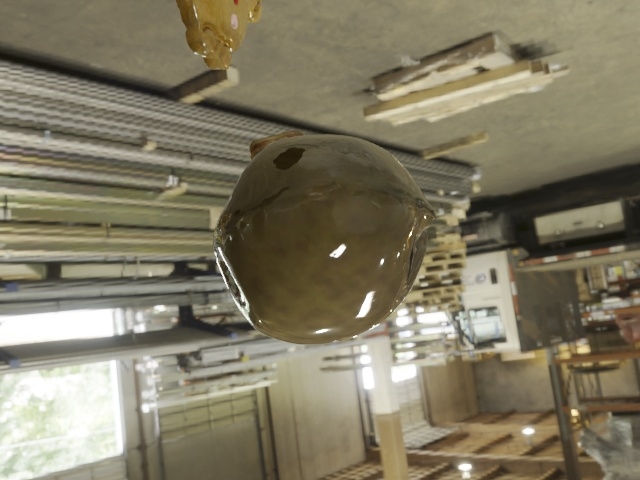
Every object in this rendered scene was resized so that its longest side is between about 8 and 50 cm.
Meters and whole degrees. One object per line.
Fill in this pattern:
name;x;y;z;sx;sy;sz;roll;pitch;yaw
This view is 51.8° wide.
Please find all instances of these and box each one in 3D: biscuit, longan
biscuit;-0.114;-0.322;0.781;0.035;0.248;0.184;0;145;19
longan;0.000;0.000;0.849;0.289;0.288;0.350;-7;167;-2

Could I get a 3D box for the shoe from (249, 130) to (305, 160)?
shoe;-0.061;-0.138;1.094;0.109;0.069;0.072;2;145;-26
